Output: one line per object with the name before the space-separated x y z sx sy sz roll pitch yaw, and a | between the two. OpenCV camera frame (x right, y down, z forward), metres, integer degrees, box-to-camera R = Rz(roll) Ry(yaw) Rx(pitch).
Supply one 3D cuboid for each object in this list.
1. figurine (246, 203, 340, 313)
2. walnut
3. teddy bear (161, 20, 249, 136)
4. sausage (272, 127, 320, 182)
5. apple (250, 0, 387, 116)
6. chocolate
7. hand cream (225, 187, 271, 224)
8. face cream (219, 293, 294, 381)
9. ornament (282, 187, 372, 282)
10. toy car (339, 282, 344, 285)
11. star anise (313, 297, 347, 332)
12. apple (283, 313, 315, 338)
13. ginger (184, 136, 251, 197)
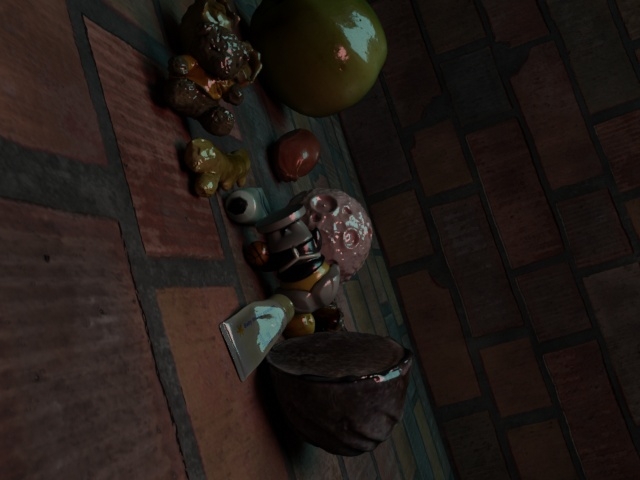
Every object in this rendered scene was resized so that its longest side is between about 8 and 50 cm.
figurine | -0.058 0.054 1.259 0.133 0.176 0.236 -108 174 -75
walnut | -0.246 -0.444 1.281 0.204 0.141 0.238 -80 153 -43
teddy bear | -0.223 -0.325 1.107 0.177 0.190 0.140 23 16 -49
sausage | -0.073 -0.267 1.742 0.254 0.148 0.148 -67 137 -70
apple | -0.015 -0.651 1.897 0.473 0.473 0.474 -19 90 -77
chocolate | 0.036 0.322 1.151 0.303 0.303 0.213 -36 124 -77
hand cream | -0.158 -0.080 1.354 0.320 0.067 0.109 -28 98 -85
face cream | -0.121 0.176 1.109 0.114 0.070 0.224 69 22 -7
ornament | 0.005 -0.014 1.442 0.225 0.259 0.259 93 -7 -47
toy car | 0.002 -0.001 1.733 0.301 0.118 0.193 -97 161 -51
star anise | 0.030 0.231 1.571 0.288 0.088 0.288 156 -90 -88
apple | -0.053 0.192 1.323 0.084 0.071 0.084 -19 90 -77
ginger | -0.206 -0.161 1.196 0.299 0.065 0.118 -42 126 -75
